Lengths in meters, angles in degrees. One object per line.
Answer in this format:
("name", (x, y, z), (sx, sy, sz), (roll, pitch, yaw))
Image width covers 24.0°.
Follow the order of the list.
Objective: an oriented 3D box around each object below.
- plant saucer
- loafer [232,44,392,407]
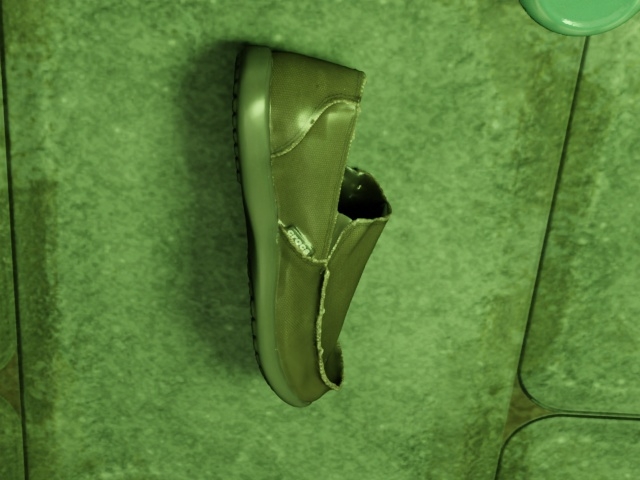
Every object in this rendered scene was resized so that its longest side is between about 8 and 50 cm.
("plant saucer", (0.221, -0.216, 1.246), (0.119, 0.021, 0.119), (0, 126, -1))
("loafer", (0.000, 0.000, 1.336), (0.130, 0.134, 0.366), (-3, 127, 2))
